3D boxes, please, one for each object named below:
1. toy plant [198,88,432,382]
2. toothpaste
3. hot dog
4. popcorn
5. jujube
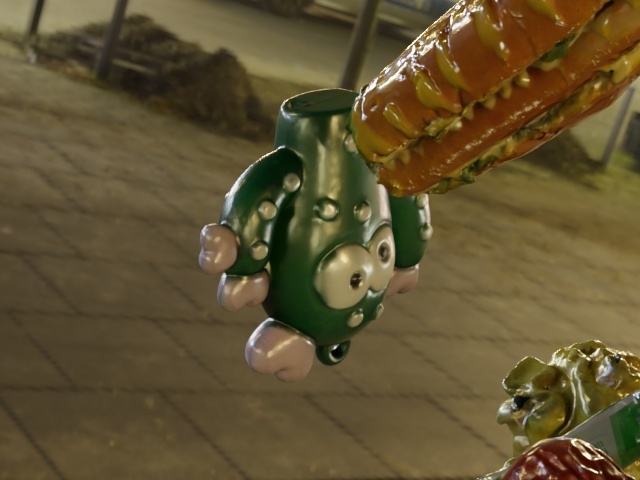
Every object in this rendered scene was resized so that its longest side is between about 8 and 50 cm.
[{"bbox_3d":[0.003,0.000,1.115,0.112,0.243,0.232,20,56,41],"label":"toy plant"},{"bbox_3d":[0.270,0.209,1.314,0.078,0.248,0.047,58,1,21],"label":"toothpaste"},{"bbox_3d":[0.121,-0.105,0.843,0.115,0.269,0.072,23,50,-25],"label":"hot dog"},{"bbox_3d":[0.288,0.218,1.487,0.189,0.218,0.169,-9,-41,27],"label":"popcorn"},{"bbox_3d":[0.196,0.216,0.915,0.176,0.109,0.112,45,-18,23],"label":"jujube"}]
